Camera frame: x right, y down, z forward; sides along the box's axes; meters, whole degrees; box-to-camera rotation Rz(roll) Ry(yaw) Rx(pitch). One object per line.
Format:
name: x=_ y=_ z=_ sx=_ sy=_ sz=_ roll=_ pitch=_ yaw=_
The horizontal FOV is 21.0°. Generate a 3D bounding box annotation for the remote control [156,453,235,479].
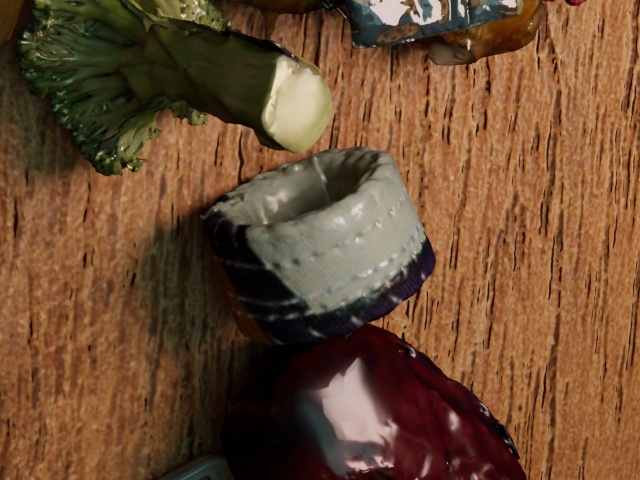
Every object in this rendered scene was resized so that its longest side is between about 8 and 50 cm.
remote control: x=-0.185 y=0.310 z=1.863 sx=0.244 sy=0.047 sz=0.087 roll=-27 pitch=105 yaw=-19

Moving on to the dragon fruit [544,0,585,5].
dragon fruit: x=0.251 y=-0.395 z=1.882 sx=0.273 sy=0.198 sz=0.218 roll=52 pitch=30 yaw=-2

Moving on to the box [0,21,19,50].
box: x=-0.399 y=-0.168 z=1.694 sx=0.121 sy=0.030 sz=0.193 roll=34 pitch=82 yaw=-25

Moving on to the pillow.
pillow: x=0.097 y=-0.329 z=1.718 sx=0.189 sy=0.034 sz=0.255 roll=-12 pitch=99 yaw=-15

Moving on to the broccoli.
broccoli: x=-0.117 y=-0.156 z=1.659 sx=0.221 sy=0.361 sz=0.252 roll=-43 pitch=147 yaw=-20

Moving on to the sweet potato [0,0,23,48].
sweet potato: x=-0.343 y=-0.307 z=1.611 sx=0.158 sy=0.158 sz=0.369 roll=-10 pitch=89 yaw=-24

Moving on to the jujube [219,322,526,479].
jujube: x=0.058 y=0.238 z=1.870 sx=0.377 sy=0.258 sz=0.258 roll=42 pitch=80 yaw=-33

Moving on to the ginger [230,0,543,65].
ginger: x=0.042 y=-0.294 z=1.808 sx=0.418 sy=0.176 sz=0.254 roll=32 pitch=90 yaw=-23

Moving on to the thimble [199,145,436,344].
thimble: x=0.000 y=0.000 z=1.811 sx=0.237 sy=0.237 sz=0.150 roll=-27 pitch=112 yaw=-19
